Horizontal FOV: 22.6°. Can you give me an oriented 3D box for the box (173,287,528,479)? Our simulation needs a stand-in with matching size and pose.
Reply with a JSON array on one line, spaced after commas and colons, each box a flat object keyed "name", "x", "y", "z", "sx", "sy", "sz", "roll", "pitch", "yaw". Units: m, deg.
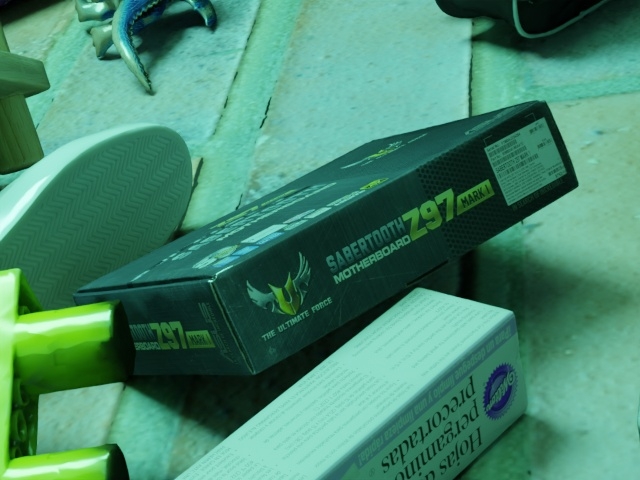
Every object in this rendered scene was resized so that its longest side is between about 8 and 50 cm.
[{"name": "box", "x": -0.025, "y": 0.128, "z": 0.713, "sx": 0.067, "sy": 0.063, "sz": 0.324, "roll": 14, "pitch": 37, "yaw": 39}]

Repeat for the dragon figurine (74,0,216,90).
[{"name": "dragon figurine", "x": -0.142, "y": -0.226, "z": 1.409, "sx": 0.144, "sy": 0.085, "sz": 0.289, "roll": -18, "pitch": 26, "yaw": -10}]

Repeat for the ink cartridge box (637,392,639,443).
[{"name": "ink cartridge box", "x": 0.285, "y": 0.029, "z": 0.782, "sx": 0.239, "sy": 0.060, "sz": 0.275, "roll": -5, "pitch": 28, "yaw": 17}]

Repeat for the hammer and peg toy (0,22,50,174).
[{"name": "hammer and peg toy", "x": -0.335, "y": -0.074, "z": 0.996, "sx": 0.266, "sy": 0.127, "sz": 0.361, "roll": -18, "pitch": 1, "yaw": 6}]

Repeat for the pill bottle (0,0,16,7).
[{"name": "pill bottle", "x": -0.354, "y": -0.305, "z": 1.542, "sx": 0.323, "sy": 0.181, "sz": 0.181, "roll": -30, "pitch": 32, "yaw": -30}]

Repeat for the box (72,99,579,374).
[{"name": "box", "x": 0.000, "y": 0.000, "z": 0.891, "sx": 0.233, "sy": 0.059, "sz": 0.183, "roll": -28, "pitch": 9, "yaw": -28}]

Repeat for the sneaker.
[{"name": "sneaker", "x": -0.226, "y": 0.001, "z": 0.991, "sx": 0.169, "sy": 0.108, "sz": 0.292, "roll": 14, "pitch": 38, "yaw": 36}]

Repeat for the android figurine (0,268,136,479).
[{"name": "android figurine", "x": -0.228, "y": 0.100, "z": 0.785, "sx": 0.273, "sy": 0.056, "sz": 0.248, "roll": -6, "pitch": 54, "yaw": 6}]

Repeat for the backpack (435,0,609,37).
[{"name": "backpack", "x": 0.190, "y": -0.295, "z": 1.260, "sx": 0.254, "sy": 0.225, "sz": 0.191, "roll": -24, "pitch": 34, "yaw": -29}]
